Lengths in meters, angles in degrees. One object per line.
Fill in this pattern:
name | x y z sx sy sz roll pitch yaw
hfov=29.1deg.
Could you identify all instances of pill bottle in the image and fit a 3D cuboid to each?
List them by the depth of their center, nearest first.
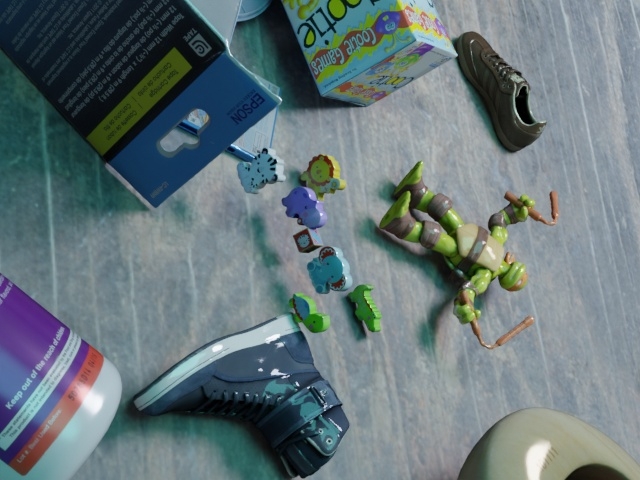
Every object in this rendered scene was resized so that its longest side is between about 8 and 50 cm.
pill bottle | -0.335 0.087 1.023 0.323 0.181 0.181 42 48 -13

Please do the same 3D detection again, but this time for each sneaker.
sneaker | -0.069 0.177 1.253 0.226 0.086 0.163 -19 77 -44
sneaker | 0.262 -0.223 1.745 0.066 0.071 0.188 -19 80 -43

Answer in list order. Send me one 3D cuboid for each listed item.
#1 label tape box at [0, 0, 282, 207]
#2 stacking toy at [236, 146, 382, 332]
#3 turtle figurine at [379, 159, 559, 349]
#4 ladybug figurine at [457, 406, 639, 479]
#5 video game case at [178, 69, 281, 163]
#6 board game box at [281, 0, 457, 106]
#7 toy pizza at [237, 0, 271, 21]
label tape box | -0.201 -0.234 1.256 0.348 0.249 0.115 47 47 -8
stacking toy | 0.000 0.000 1.388 0.167 0.052 0.221 2 64 -62
turtle figurine | 0.188 -0.004 1.557 0.217 0.087 0.269 36 57 -8
ladybug figurine | 0.298 0.399 1.373 0.305 0.162 0.449 -34 89 -45
video game case | -0.125 -0.168 1.445 0.166 0.015 0.119 26 53 -26
board game box | 0.036 -0.327 1.543 0.144 0.142 0.275 -1 66 -64
toy pizza | -0.143 -0.353 1.520 0.201 0.032 0.201 17 58 -30
